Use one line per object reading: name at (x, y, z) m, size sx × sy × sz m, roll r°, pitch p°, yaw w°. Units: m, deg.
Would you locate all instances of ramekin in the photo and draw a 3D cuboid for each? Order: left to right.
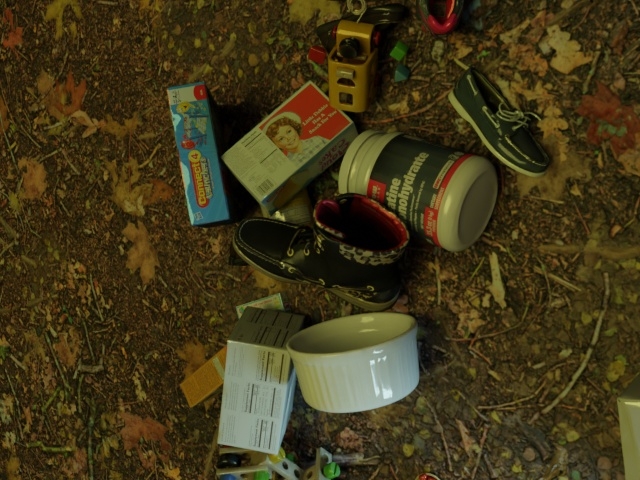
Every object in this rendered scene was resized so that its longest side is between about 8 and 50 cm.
ramekin at (0.076, 0.253, 1.660) m, size 0.277 × 0.277 × 0.135 m, roll -5°, pitch 100°, yaw 37°

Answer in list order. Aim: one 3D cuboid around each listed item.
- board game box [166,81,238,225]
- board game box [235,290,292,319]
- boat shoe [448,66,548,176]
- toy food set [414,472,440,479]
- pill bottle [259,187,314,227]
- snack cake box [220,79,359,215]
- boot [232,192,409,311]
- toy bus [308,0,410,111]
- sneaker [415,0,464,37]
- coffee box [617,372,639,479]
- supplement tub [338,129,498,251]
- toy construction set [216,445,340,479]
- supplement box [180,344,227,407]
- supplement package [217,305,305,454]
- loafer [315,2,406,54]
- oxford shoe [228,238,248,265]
board game box at (-0.267, -0.185, 1.843) m, size 0.086 × 0.308 × 0.302 m, roll -10°, pitch 90°, yaw -2°
board game box at (-0.134, 0.193, 1.956) m, size 0.154 × 0.026 × 0.103 m, roll -19°, pitch 85°, yaw 37°
boat shoe at (0.347, -0.226, 1.503) m, size 0.254 × 0.095 × 0.079 m, roll 56°, pitch 135°, yaw 28°
toy food set at (0.237, 0.548, 1.729) m, size 0.083 × 0.020 × 0.082 m, roll 36°, pitch 116°, yaw 27°
pill bottle at (-0.072, -0.053, 1.820) m, size 0.117 × 0.117 × 0.208 m, roll -20°, pitch 84°, yaw 37°
snack cake box at (-0.065, -0.202, 1.732) m, size 0.264 × 0.089 × 0.152 m, roll -41°, pitch 66°, yaw -4°
boot at (0.000, 0.000, 1.598) m, size 0.377 × 0.138 × 0.284 m, roll 24°, pitch 156°, yaw 7°
toy bus at (0.065, -0.363, 1.635) m, size 0.202 × 0.104 × 0.191 m, roll 43°, pitch 136°, yaw -18°
sneaker at (0.235, -0.536, 1.495) m, size 0.121 × 0.112 × 0.299 m, roll -4°, pitch 108°, yaw 6°
coffee box at (0.669, 0.353, 1.183) m, size 0.337 × 0.334 × 0.338 m, roll -5°, pitch 95°, yaw 36°
supplement tub at (0.192, -0.105, 1.570) m, size 0.272 × 0.191 × 0.191 m, roll 22°, pitch 109°, yaw 32°
toy construction set at (-0.099, 0.557, 1.819) m, size 0.237 × 0.309 × 0.257 m, roll -24°, pitch 100°, yaw 28°
supplement box at (-0.261, 0.341, 2.040) m, size 0.233 × 0.078 × 0.080 m, roll -43°, pitch 71°, yaw 32°
supplement package at (-0.135, 0.315, 1.828) m, size 0.145 × 0.204 × 0.262 m, roll 10°, pitch 108°, yaw 4°
loafer at (0.092, -0.444, 1.681) m, size 0.220 × 0.080 × 0.078 m, roll -6°, pitch 104°, yaw 42°
oxford shoe at (-0.170, 0.014, 1.884) m, size 0.227 × 0.083 × 0.096 m, roll 0°, pitch 90°, yaw 64°
